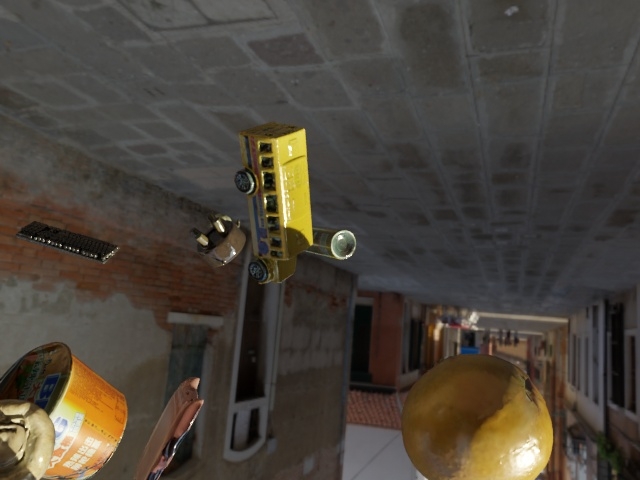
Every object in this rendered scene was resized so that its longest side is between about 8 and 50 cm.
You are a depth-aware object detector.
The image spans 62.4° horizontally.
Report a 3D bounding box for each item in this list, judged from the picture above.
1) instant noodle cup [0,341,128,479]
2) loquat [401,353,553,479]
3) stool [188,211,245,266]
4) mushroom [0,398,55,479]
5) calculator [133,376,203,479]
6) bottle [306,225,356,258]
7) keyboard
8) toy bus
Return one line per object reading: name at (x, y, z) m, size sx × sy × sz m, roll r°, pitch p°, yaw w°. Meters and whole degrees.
instant noodle cup at (-0.597, 0.407, 1.206) m, size 0.296 × 0.297 × 0.214 m, roll -2°, pitch 141°, yaw 37°
loquat at (0.276, 0.334, 0.957) m, size 0.262 × 0.263 × 0.263 m, roll 5°, pitch 171°, yaw 1°
stool at (-0.274, -0.017, 1.428) m, size 0.125 × 0.217 × 0.121 m, roll -30°, pitch 119°, yaw 17°
mushroom at (-0.558, 0.363, 0.929) m, size 0.166 × 0.166 × 0.127 m, roll 8°, pitch 151°, yaw -17°
calculator at (-0.413, 0.528, 1.392) m, size 0.048 × 0.330 × 0.220 m, roll 30°, pitch 178°, yaw -19°
bottle at (0.000, 0.000, 1.544) m, size 0.082 × 0.082 × 0.286 m, roll 10°, pitch 180°, yaw -27°
keyboard at (-0.502, 0.001, 1.051) m, size 0.195 × 0.018 × 0.060 m, roll 16°, pitch -146°, yaw 6°
toy bus at (-0.089, -0.069, 1.105) m, size 0.122 × 0.336 × 0.121 m, roll 11°, pitch -153°, yaw 31°
